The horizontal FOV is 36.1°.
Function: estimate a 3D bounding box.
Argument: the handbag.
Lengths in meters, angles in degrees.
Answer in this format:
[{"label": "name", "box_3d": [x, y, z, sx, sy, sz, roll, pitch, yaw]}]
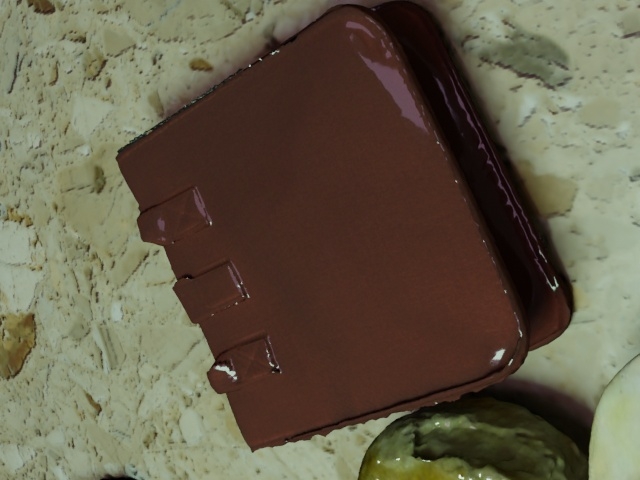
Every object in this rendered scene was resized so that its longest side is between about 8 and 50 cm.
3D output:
[{"label": "handbag", "box_3d": [0.001, -0.001, 0.672, 0.276, 0.084, 0.260, -28, 89, 39]}]

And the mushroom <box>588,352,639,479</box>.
[{"label": "mushroom", "box_3d": [0.255, 0.143, 0.526, 0.173, 0.162, 0.236, -113, 30, -44]}]

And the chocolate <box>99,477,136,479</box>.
[{"label": "chocolate", "box_3d": [-0.217, 0.353, 0.894, 0.206, 0.177, 0.224, -13, 97, 38]}]

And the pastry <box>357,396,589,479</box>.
[{"label": "pastry", "box_3d": [0.107, 0.199, 0.656, 0.182, 0.093, 0.192, 5, 116, 33]}]
